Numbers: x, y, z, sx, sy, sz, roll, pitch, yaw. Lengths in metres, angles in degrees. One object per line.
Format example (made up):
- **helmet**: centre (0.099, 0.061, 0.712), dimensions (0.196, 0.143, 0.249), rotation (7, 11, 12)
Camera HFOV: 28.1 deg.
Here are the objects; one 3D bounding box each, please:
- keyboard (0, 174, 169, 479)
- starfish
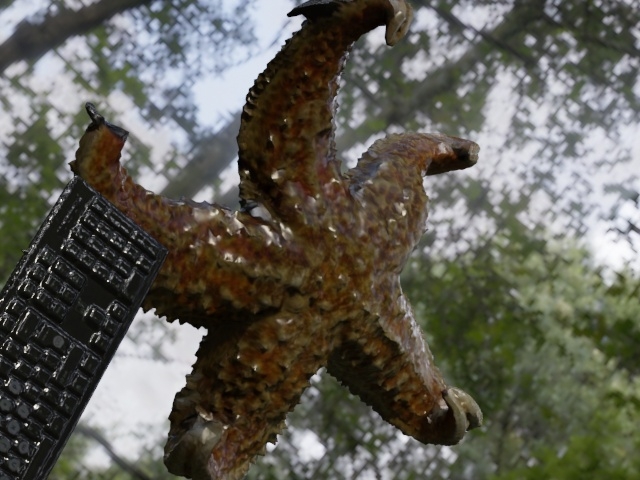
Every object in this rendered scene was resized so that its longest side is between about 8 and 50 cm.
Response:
- **keyboard**: centre (-0.130, 0.064, 0.552), dimensions (0.063, 0.198, 0.010), rotation (40, -33, -24)
- **starfish**: centre (0.004, -0.002, 0.737), dimensions (0.113, 0.312, 0.303), rotation (19, -61, 43)
